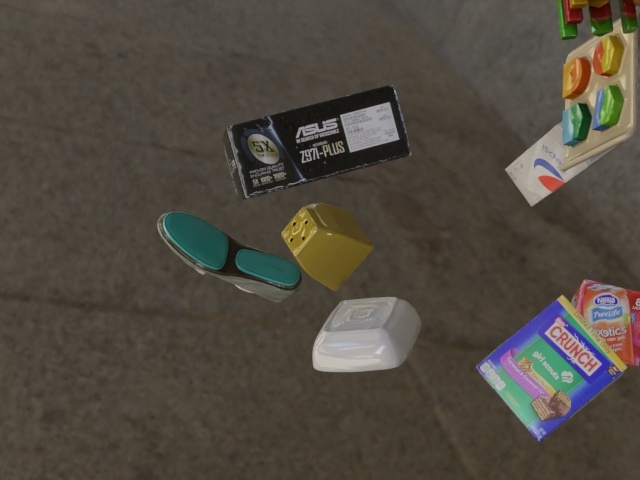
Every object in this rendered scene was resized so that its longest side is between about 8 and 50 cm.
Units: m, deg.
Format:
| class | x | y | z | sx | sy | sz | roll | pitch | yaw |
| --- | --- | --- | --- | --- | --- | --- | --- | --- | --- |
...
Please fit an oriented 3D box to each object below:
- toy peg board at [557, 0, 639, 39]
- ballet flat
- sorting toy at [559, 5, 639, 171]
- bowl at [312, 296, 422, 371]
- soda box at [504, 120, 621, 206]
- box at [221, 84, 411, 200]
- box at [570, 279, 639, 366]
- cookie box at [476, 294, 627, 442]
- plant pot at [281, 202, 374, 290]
| class | x | y | z | sx | sy | sz | roll | pitch | yaw |
| --- | --- | --- | --- | --- | --- | --- | --- | --- | --- |
| toy peg board | 0.348 | -0.292 | 1.296 | 0.161 | 0.079 | 0.160 | -6 | -5 | 2 |
| ballet flat | -0.128 | 0.030 | 1.487 | 0.213 | 0.068 | 0.072 | 24 | 53 | -18 |
| sorting toy | 0.406 | -0.221 | 1.650 | 0.038 | 0.193 | 0.208 | 12 | 76 | -15 |
| bowl | 0.061 | 0.126 | 1.574 | 0.142 | 0.053 | 0.142 | -6 | 24 | 24 |
| soda box | 0.431 | -0.152 | 1.988 | 0.098 | 0.286 | 0.091 | -34 | 85 | -15 |
| box | -0.009 | -0.102 | 1.200 | 0.180 | 0.077 | 0.147 | -15 | 3 | -6 |
| box | 0.505 | 0.157 | 1.993 | 0.122 | 0.128 | 0.257 | 12 | -8 | 10 |
| cookie box | 0.216 | 0.120 | 1.047 | 0.092 | 0.107 | 0.040 | 50 | 0 | 16 |
| plant pot | 0.000 | 0.000 | 1.416 | 0.083 | 0.081 | 0.081 | 25 | 22 | -41 |
